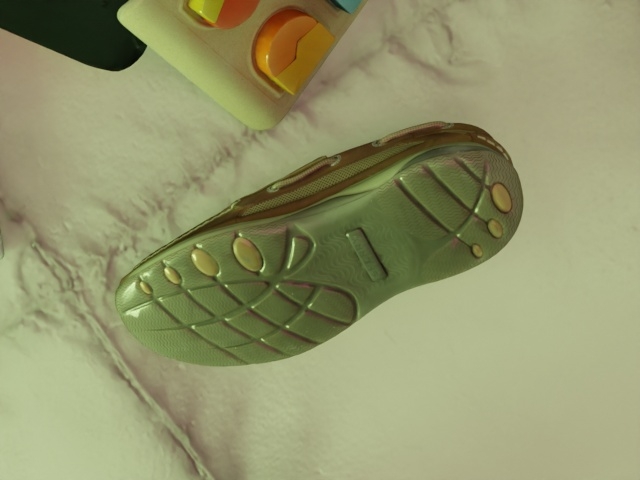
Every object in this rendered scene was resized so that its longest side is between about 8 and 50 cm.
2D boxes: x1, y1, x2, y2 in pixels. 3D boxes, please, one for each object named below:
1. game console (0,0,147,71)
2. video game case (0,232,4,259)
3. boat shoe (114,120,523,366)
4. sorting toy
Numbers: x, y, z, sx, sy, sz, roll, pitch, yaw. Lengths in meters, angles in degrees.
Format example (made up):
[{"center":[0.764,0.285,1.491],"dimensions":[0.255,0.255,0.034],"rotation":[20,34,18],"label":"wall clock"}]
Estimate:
[{"center":[-0.217,-0.340,1.397],"dimensions":[0.342,0.060,0.386],"rotation":[25,116,-6],"label":"game console"},{"center":[-0.345,-0.069,1.499],"dimensions":[0.183,0.023,0.201],"rotation":[-10,97,-8],"label":"video game case"},{"center":[0.000,0.000,1.518],"dimensions":[0.324,0.116,0.123],"rotation":[-18,116,11],"label":"boat shoe"},{"center":[-0.028,-0.197,1.477],"dimensions":[0.208,0.038,0.193],"rotation":[-51,140,0],"label":"sorting toy"}]
